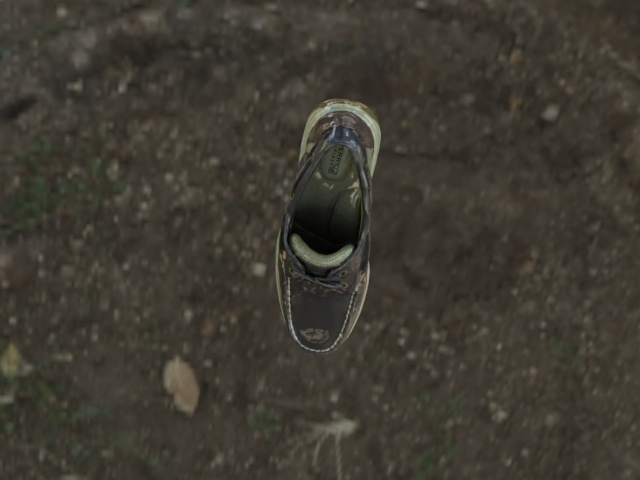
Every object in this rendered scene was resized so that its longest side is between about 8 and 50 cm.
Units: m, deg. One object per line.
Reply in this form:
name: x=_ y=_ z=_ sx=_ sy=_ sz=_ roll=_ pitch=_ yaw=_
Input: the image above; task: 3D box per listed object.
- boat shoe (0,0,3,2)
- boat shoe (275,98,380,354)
boat shoe: x=-0.220 y=-0.326 z=1.144 sx=0.116 sy=0.324 sz=0.123 roll=13 pitch=8 yaw=-2
boat shoe: x=0.000 y=0.000 z=0.902 sx=0.056 sy=0.152 sz=0.049 roll=8 pitch=28 yaw=8
